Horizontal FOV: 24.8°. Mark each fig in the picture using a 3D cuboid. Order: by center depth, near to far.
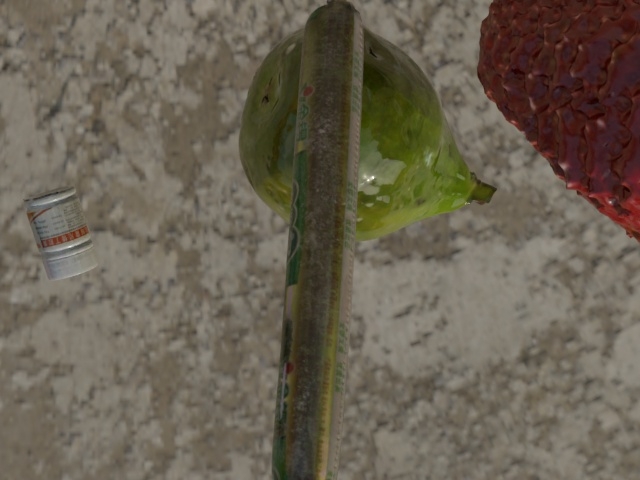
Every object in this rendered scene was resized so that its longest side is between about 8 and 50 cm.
[{"bbox_3d":[0.051,-0.086,1.566,0.233,0.233,0.314,-40,109,15],"label":"fig"}]

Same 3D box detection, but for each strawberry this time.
[{"bbox_3d":[0.270,-0.106,1.075,0.267,0.351,0.312,-51,136,-27],"label":"strawberry"}]

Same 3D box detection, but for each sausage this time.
[{"bbox_3d":[0.000,0.000,0.682,0.032,0.269,0.033,3,160,1],"label":"sausage"}]

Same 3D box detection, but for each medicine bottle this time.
[{"bbox_3d":[-0.270,-0.009,1.512,0.057,0.057,0.089,-15,100,0],"label":"medicine bottle"}]
